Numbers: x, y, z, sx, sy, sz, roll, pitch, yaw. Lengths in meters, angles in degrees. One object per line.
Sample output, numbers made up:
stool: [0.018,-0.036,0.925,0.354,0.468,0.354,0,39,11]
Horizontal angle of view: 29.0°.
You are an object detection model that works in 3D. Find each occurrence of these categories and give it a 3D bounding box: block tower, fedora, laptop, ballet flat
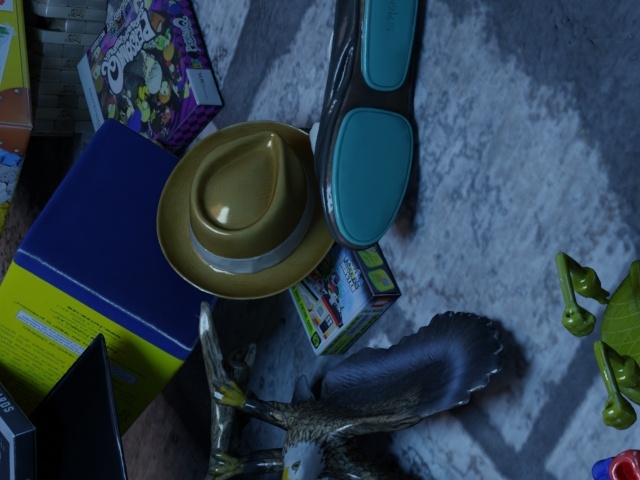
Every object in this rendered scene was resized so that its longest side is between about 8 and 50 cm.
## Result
block tower: [-0.348,-0.302,1.663,0.097,0.091,0.335,24,110,51]
fedora: [-0.069,-0.043,1.178,0.079,0.194,0.194,84,168,-67]
laptop: [-0.147,0.347,1.269,0.382,0.408,0.236,-43,20,55]
ballet flat: [0.041,-0.129,1.169,0.096,0.095,0.280,2,82,62]

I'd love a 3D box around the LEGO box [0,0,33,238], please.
LEGO box: [-0.542,-0.245,1.724,0.372,0.193,0.500,123,142,-48]

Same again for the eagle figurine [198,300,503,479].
eagle figurine: [0.031,0.189,1.133,0.298,0.225,0.226,2,136,20]

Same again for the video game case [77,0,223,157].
video game case: [-0.217,-0.194,1.533,0.232,0.042,0.210,-40,61,45]

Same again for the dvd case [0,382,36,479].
dvd case: [-0.350,0.242,1.311,0.179,0.030,0.238,38,134,40]

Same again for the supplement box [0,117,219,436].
supplement box: [-0.237,0.071,1.340,0.356,0.195,0.194,-48,13,52]

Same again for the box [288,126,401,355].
box: [0.000,0.000,1.257,0.114,0.036,0.207,-50,53,40]

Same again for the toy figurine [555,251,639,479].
toy figurine: [0.200,0.213,0.853,0.217,0.191,0.362,-42,55,36]

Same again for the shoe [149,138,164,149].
shoe: [-0.205,-0.009,1.478,0.076,0.058,0.219,10,112,53]
